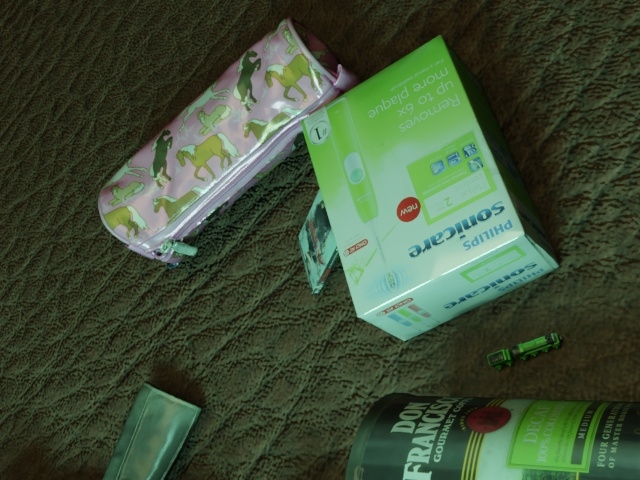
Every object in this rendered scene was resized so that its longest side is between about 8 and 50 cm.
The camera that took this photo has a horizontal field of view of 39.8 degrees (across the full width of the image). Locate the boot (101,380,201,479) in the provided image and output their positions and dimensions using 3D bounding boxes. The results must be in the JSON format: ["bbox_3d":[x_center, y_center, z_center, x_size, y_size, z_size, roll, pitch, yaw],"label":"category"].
[{"bbox_3d":[-0.267,0.289,1.178,0.189,0.076,0.209,13,85,24],"label":"boot"}]

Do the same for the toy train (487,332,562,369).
[{"bbox_3d":[0.218,0.118,0.950,0.083,0.023,0.017,-26,58,24],"label":"toy train"}]

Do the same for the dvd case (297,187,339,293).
[{"bbox_3d":[0.000,0.000,1.108,0.119,0.013,0.087,115,146,-53],"label":"dvd case"}]

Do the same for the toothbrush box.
[{"bbox_3d":[0.119,-0.060,1.031,0.206,0.122,0.283,-28,59,22],"label":"toothbrush box"}]

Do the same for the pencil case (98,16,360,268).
[{"bbox_3d":[-0.122,-0.130,1.201,0.386,0.160,0.167,-41,83,13],"label":"pencil case"}]

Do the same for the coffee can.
[{"bbox_3d":[0.188,0.244,0.806,0.275,0.201,0.202,-5,68,32],"label":"coffee can"}]
